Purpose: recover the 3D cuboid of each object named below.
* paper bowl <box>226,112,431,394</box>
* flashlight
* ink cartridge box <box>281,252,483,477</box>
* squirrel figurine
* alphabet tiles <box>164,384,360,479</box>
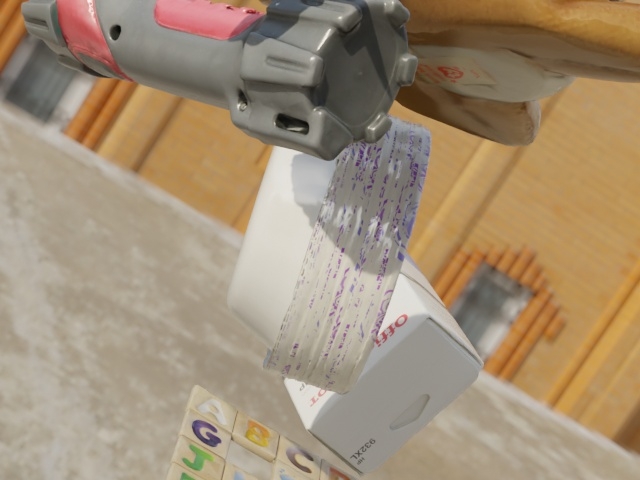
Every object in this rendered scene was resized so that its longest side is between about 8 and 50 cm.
[{"bbox_3d":[0.000,0.000,1.440,0.148,0.284,0.284,17,8,-2],"label":"paper bowl"},{"bbox_3d":[-0.067,-0.132,0.880,0.103,0.103,0.304,-25,28,-34],"label":"flashlight"},{"bbox_3d":[0.056,0.134,1.965,0.129,0.223,0.307,42,9,-31],"label":"ink cartridge box"},{"bbox_3d":[0.117,-0.316,1.171,0.397,0.370,0.281,17,-13,-10],"label":"squirrel figurine"},{"bbox_3d":[-0.005,0.211,1.057,0.237,0.009,0.198,31,20,-9],"label":"alphabet tiles"}]
